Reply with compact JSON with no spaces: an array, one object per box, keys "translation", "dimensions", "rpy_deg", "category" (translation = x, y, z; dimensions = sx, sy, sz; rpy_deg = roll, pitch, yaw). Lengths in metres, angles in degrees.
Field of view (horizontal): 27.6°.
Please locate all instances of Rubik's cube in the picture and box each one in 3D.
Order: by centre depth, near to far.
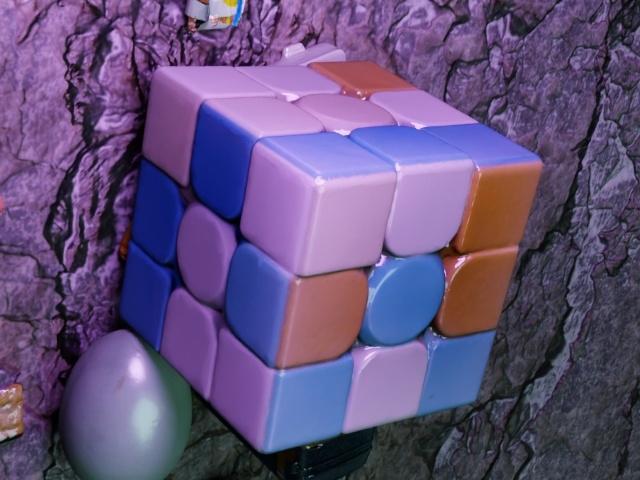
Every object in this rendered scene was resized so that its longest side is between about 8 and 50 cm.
[{"translation":[0.000,0.000,1.556],"dimensions":[0.344,0.347,0.346],"rpy_deg":[-7,119,-38],"category":"Rubik's cube"}]

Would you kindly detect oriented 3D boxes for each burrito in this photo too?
[{"translation":[-0.087,-0.374,1.518],"dimensions":[0.104,0.054,0.288],"rpy_deg":[-4,117,-41],"category":"burrito"}]

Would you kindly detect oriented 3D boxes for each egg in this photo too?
[{"translation":[-0.248,0.219,1.660],"dimensions":[0.168,0.168,0.231],"rpy_deg":[-11,122,-37],"category":"egg"}]

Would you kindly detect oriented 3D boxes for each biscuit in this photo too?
[{"translation":[-0.411,0.224,1.628],"dimensions":[0.083,0.018,0.081],"rpy_deg":[-18,126,-34],"category":"biscuit"}]

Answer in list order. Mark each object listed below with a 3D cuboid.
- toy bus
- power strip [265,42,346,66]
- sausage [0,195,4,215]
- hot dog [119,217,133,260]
[{"translation":[-0.054,0.201,1.746],"dimensions":[0.138,0.275,0.167],"rpy_deg":[-19,128,-34],"category":"toy bus"},{"translation":[-0.015,-0.136,1.740],"dimensions":[0.118,0.046,0.270],"rpy_deg":[-28,132,-27],"category":"power strip"},{"translation":[-0.488,0.005,1.378],"dimensions":[0.327,0.079,0.087],"rpy_deg":[-28,131,-29],"category":"sausage"},{"translation":[-0.214,-0.019,1.641],"dimensions":[0.049,0.037,0.122],"rpy_deg":[22,98,-44],"category":"hot dog"}]
